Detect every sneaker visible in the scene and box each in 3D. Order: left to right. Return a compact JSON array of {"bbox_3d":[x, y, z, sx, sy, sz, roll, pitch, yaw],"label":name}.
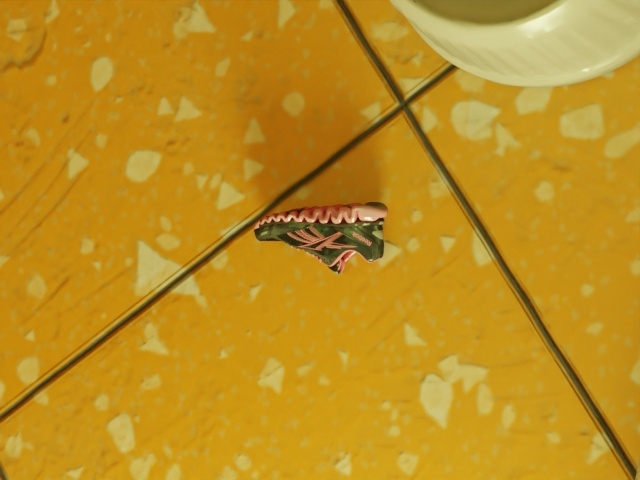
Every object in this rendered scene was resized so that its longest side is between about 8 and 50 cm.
[{"bbox_3d":[0.000,0.000,1.510,0.119,0.047,0.057,-3,98,28],"label":"sneaker"}]

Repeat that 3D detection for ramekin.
[{"bbox_3d":[0.150,-0.253,1.393,0.273,0.127,0.272,-1,87,28],"label":"ramekin"}]

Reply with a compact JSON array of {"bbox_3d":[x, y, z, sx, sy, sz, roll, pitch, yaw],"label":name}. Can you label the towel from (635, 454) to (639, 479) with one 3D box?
[{"bbox_3d":[0.340,0.207,1.227,0.332,0.053,0.317,0,76,50],"label":"towel"}]
